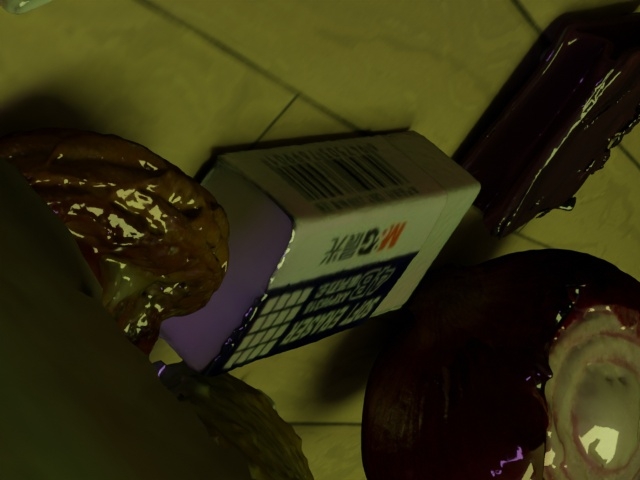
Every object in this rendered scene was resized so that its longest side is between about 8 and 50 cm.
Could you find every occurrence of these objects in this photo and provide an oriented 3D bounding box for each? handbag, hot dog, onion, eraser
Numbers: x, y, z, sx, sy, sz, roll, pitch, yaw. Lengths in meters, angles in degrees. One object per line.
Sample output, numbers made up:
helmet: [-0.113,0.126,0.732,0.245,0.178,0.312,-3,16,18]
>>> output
handbag: [0.216,-0.106,1.381,0.216,0.074,0.203,-22,151,-56]
hot dog: [-0.128,0.017,0.823,0.160,0.099,0.227,-47,160,1]
onion: [0.193,0.173,1.576,0.341,0.341,0.341,-41,162,-16]
eraser: [0.000,0.000,1.091,0.130,0.086,0.287,-55,160,24]

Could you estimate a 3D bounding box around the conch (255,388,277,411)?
conch: [-0.100,0.295,1.332,0.186,0.263,0.324,-11,110,-27]

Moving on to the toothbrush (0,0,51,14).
toothbrush: [-0.045,-0.160,0.741,0.257,0.018,0.024,-35,166,-34]

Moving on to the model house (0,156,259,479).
model house: [-0.260,0.112,0.253,0.400,0.395,0.445,-46,154,7]

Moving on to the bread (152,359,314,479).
bread: [-0.144,0.287,1.008,0.395,0.264,0.239,-40,-167,2]
